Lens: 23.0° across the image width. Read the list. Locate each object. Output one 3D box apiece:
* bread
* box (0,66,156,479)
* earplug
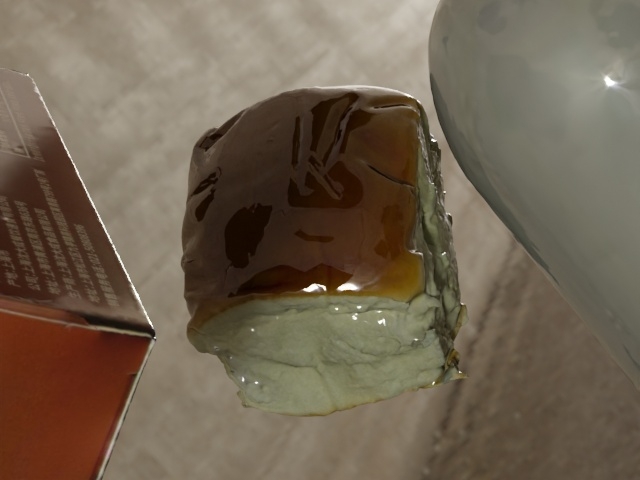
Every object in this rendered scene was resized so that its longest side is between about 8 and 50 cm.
[{"bbox_3d":[0.000,0.000,1.504,0.250,0.225,0.279,-11,55,15],"label":"bread"},{"bbox_3d":[-0.259,0.101,0.990,0.344,0.122,0.385,-67,28,18],"label":"box"},{"bbox_3d":[0.272,-0.095,1.204,0.312,0.394,0.312,-39,11,9],"label":"earplug"}]
